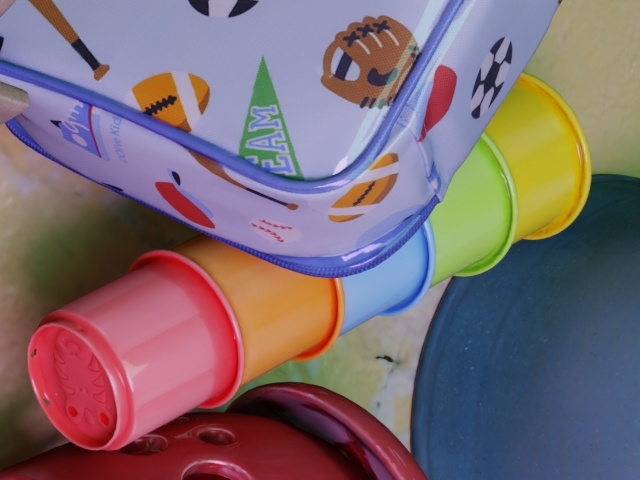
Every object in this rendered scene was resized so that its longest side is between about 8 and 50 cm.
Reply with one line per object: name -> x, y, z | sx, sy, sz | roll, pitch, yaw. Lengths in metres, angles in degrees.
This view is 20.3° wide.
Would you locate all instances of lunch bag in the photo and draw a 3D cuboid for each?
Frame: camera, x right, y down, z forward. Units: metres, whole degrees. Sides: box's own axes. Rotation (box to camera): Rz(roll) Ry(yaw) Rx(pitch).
lunch bag -> -0.011, -0.153, 0.778 | 0.303, 0.243, 0.115 | -60, 157, -16

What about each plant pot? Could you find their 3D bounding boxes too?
plant pot -> 0.231, 0.106, 0.946 | 0.271, 0.255, 0.272 | -4, 97, -34
plant pot -> -0.046, 0.165, 0.809 | 0.174, 0.191, 0.191 | -21, 107, -41

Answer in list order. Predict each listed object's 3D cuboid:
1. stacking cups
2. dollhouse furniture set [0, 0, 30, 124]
stacking cups -> 0.000, 0.000, 0.834 | 0.316, 0.096, 0.096 | -24, 109, -43
dollhouse furniture set -> -0.226, -0.175, 0.668 | 0.259, 0.135, 0.262 | 18, 62, -35
